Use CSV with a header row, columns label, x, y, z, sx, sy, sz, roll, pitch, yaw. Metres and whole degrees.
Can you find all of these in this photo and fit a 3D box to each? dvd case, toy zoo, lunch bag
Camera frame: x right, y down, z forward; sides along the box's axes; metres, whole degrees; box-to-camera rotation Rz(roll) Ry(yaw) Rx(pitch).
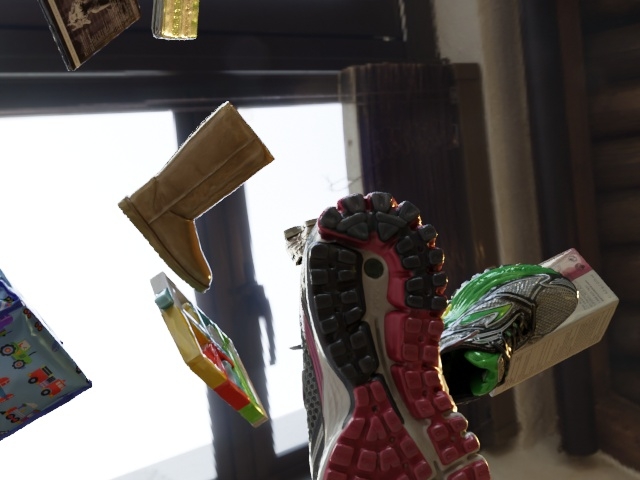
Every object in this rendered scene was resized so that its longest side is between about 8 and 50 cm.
label,x,y,z,sx,sy,sz,roll,pitch,yaw
dvd case,-0.430,-0.446,1.472,0.018,0.221,0.164,11,-44,26
toy zoo,-0.190,0.170,1.278,0.192,0.030,0.293,56,-1,41
lunch bag,-0.512,0.203,1.098,0.138,0.293,0.221,37,-22,39

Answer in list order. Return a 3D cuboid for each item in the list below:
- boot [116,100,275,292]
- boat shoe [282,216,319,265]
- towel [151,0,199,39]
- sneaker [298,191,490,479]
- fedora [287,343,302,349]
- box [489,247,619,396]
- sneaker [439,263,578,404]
label,x,y,z,sx,sy,sz,roll,pitch,yaw
boot,-0.190,-0.071,1.390,0.236,0.269,0.089,50,2,-14
boat shoe,0.000,0.000,1.966,0.307,0.110,0.104,156,-75,-68
towel,-0.247,-0.402,1.343,0.023,0.152,0.113,12,-75,12
sneaker,0.046,0.120,0.552,0.112,0.120,0.299,146,-58,-79
fedora,0.040,0.145,1.638,0.275,0.243,0.124,152,-76,-74
box,0.362,0.139,1.338,0.127,0.232,0.149,58,-15,33
sneaker,0.218,0.144,1.039,0.146,0.343,0.134,27,-42,56
